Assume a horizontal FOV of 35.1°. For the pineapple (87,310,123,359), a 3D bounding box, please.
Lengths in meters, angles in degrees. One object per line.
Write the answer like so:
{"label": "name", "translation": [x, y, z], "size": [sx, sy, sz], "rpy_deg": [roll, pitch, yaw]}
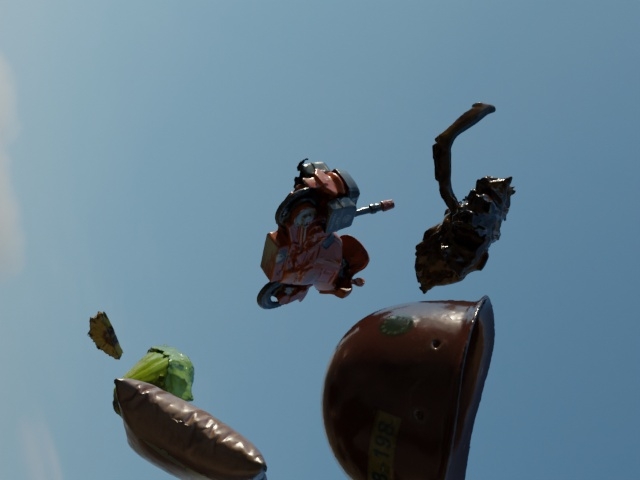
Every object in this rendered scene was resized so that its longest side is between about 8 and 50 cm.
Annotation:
{"label": "pineapple", "translation": [-0.315, 0.136, 1.467], "size": [0.045, 0.019, 0.083], "rpy_deg": [-1, -58, 30]}

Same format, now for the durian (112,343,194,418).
{"label": "durian", "translation": [-0.260, 0.234, 1.598], "size": [0.101, 0.139, 0.250], "rpy_deg": [45, -20, -9]}

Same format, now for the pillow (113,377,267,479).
{"label": "pillow", "translation": [-0.170, 0.279, 1.369], "size": [0.223, 0.236, 0.084], "rpy_deg": [100, 16, -64]}

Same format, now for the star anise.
{"label": "star anise", "translation": [0.255, -0.066, 1.749], "size": [0.237, 0.148, 0.346], "rpy_deg": [-13, 112, -74]}

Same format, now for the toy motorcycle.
{"label": "toy motorcycle", "translation": [0.000, 0.000, 1.828], "size": [0.148, 0.221, 0.326], "rpy_deg": [54, -34, 32]}

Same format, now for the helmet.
{"label": "helmet", "translation": [0.115, 0.248, 1.502], "size": [0.230, 0.337, 0.385], "rpy_deg": [12, -62, 15]}
